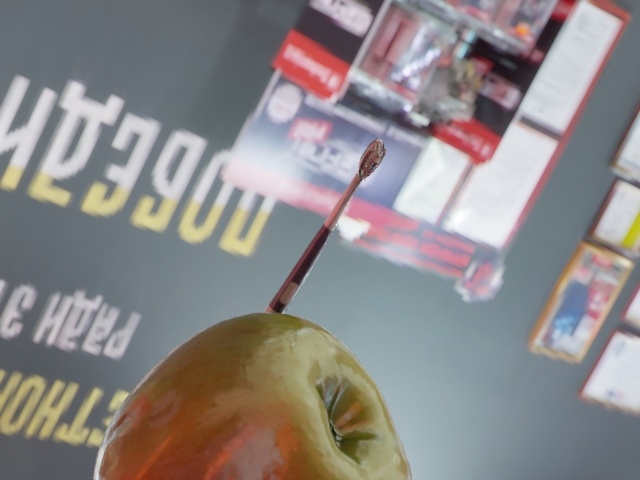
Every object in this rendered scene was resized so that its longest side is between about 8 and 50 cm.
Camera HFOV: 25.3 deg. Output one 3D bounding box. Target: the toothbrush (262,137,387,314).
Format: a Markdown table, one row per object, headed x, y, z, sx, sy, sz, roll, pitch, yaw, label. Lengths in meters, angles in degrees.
| x | y | z | sx | sy | sz | roll | pitch | yaw | label |
| --- | --- | --- | --- | --- | --- | --- | --- | --- | --- |
| 0.000 | 0.000 | 1.577 | 0.024 | 0.288 | 0.026 | 29 | -145 | -6 | toothbrush |

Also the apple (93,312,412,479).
| x | y | z | sx | sy | sz | roll | pitch | yaw | label |
| --- | --- | --- | --- | --- | --- | --- | --- | --- | --- |
| -0.059 | 0.249 | 1.495 | 0.338 | 0.305 | 0.338 | 44 | -165 | -15 | apple |
